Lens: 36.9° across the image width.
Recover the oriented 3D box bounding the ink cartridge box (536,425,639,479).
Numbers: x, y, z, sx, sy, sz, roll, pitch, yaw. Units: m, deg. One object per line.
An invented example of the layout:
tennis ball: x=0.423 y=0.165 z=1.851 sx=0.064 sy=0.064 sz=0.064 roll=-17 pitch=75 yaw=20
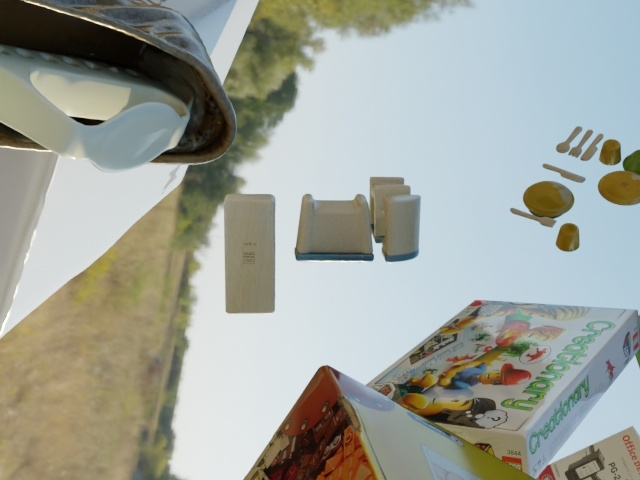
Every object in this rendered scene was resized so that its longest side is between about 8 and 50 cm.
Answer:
ink cartridge box: x=0.343 y=0.308 z=1.169 sx=0.150 sy=0.063 sz=0.109 roll=-30 pitch=-150 yaw=13

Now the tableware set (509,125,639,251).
tableware set: x=0.259 y=-0.047 z=0.922 sx=0.154 sy=0.104 sz=0.024 roll=-47 pitch=147 yaw=-32

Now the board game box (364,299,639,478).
board game box: x=0.177 y=0.137 z=0.956 sx=0.305 sy=0.193 sz=0.053 roll=-28 pitch=113 yaw=-51

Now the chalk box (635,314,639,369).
chalk box: x=0.459 y=0.128 z=1.133 sx=0.213 sy=0.132 sz=0.132 roll=-14 pitch=-76 yaw=50

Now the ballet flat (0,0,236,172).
ballet flat: x=-0.169 y=-0.083 z=0.485 sx=0.124 sy=0.342 sz=0.116 roll=44 pitch=-67 yaw=31

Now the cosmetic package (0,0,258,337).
cosmetic package: x=-0.334 y=-0.192 z=0.945 sx=0.329 sy=0.393 sz=0.327 roll=-50 pitch=174 yaw=-47

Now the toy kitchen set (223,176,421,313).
toy kitchen set: x=0.000 y=0.000 z=1.064 sx=0.166 sy=0.207 sz=0.122 roll=-102 pitch=-167 yaw=-76

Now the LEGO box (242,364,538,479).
LEGO box: x=0.182 y=0.331 z=0.599 sx=0.193 sy=0.500 sz=0.372 roll=-57 pitch=-164 yaw=8
